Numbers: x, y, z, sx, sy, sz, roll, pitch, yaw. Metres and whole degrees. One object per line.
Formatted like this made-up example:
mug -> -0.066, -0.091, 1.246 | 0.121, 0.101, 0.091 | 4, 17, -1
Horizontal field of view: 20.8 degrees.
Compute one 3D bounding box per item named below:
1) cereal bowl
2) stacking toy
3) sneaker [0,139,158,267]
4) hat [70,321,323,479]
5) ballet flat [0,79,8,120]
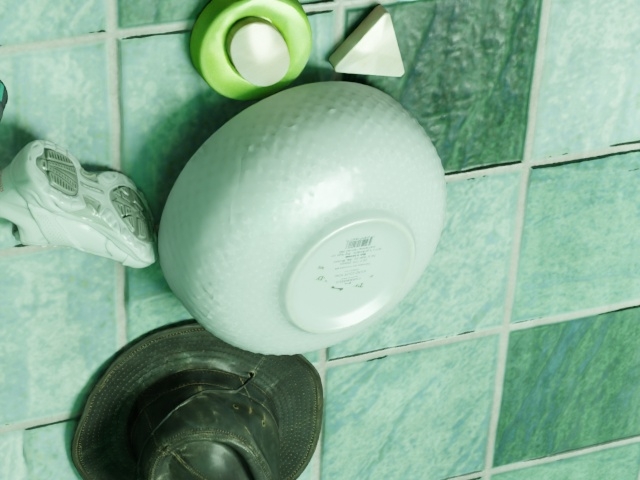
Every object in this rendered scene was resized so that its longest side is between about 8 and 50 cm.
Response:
cereal bowl -> 0.000, 0.000, 1.919 | 0.339, 0.141, 0.339 | -19, 136, -20
stacking toy -> 0.008, -0.249, 1.779 | 0.309, 0.130, 0.279 | -7, 126, -19
sneaker -> -0.269, -0.028, 1.861 | 0.115, 0.090, 0.232 | -24, 142, 27
hat -> -0.124, 0.255, 2.088 | 0.331, 0.134, 0.331 | -12, 127, -16
ballet flat -> -0.391, -0.086, 1.760 | 0.203, 0.074, 0.074 | -44, 129, 10
